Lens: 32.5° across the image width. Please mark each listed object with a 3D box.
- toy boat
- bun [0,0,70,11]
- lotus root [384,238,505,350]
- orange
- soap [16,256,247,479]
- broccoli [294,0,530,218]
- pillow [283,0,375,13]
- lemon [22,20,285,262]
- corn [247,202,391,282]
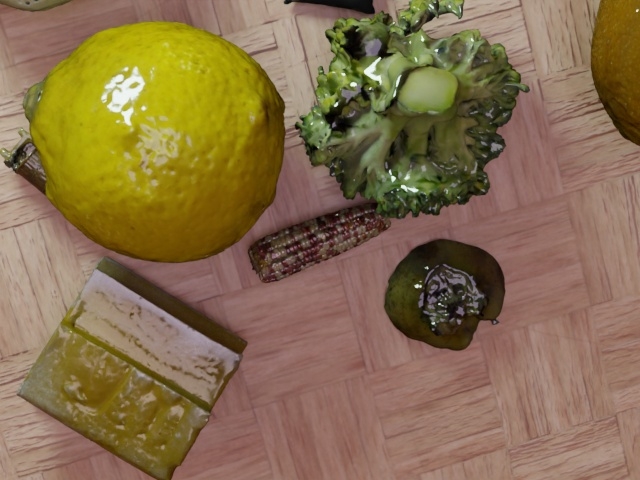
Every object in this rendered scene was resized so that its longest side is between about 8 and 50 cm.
[{"bbox_3d":[-0.392,-0.081,1.691,0.226,0.088,0.068,41,92,-10],"label":"toy boat"},{"bbox_3d":[-0.399,-0.519,1.551,0.359,0.211,0.360,-6,116,-12],"label":"bun"},{"bbox_3d":[0.214,0.096,1.801,0.203,0.078,0.183,12,98,-10],"label":"lotus root"},{"bbox_3d":[0.564,-0.306,1.654,0.322,0.322,0.357,18,102,-9],"label":"orange"},{"bbox_3d":[-0.292,0.204,1.730,0.281,0.143,0.259,31,92,-5],"label":"soap"},{"bbox_3d":[0.141,-0.211,1.676,0.334,0.272,0.324,25,56,-4],"label":"broccoli"},{"bbox_3d":[0.022,-0.404,1.709,0.150,0.048,0.090,7,96,-10],"label":"pillow"},{"bbox_3d":[-0.232,-0.145,1.570,0.387,0.350,0.350,22,96,-19],"label":"lemon"},{"bbox_3d":[0.000,0.000,1.762,0.237,0.079,0.079,-19,101,-7],"label":"corn"}]
